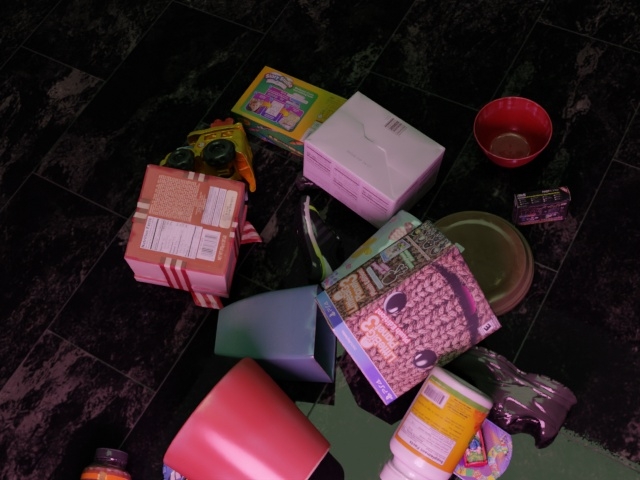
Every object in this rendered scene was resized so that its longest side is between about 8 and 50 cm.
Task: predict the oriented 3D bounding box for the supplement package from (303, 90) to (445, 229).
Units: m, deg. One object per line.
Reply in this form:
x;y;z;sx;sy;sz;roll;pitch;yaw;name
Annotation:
0.122;-0.185;1.867;0.261;0.145;0.204;37;64;17;supplement package

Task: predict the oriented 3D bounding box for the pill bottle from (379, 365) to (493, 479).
0.222;0.385;1.558;0.136;0.136;0.246;31;90;22;pill bottle

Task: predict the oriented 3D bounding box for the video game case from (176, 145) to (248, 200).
-0.278;-0.171;2.022;0.173;0.022;0.191;-10;61;3;video game case

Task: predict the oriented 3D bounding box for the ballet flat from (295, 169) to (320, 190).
0.024;-0.150;1.958;0.173;0.049;0.058;1;53;2;ballet flat

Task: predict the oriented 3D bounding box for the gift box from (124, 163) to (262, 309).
-0.279;0.001;1.790;0.276;0.258;0.255;16;75;-2;gift box

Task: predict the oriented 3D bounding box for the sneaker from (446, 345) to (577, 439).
0.370;0.307;1.623;0.286;0.109;0.130;23;78;24;sneaker

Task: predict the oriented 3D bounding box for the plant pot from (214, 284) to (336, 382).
-0.099;0.209;1.719;0.234;0.166;0.166;-5;61;16;plant pot

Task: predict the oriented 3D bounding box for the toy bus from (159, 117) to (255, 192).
-0.274;-0.213;1.960;0.220;0.149;0.212;-9;49;7;toy bus

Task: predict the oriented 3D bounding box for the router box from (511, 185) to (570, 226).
0.502;-0.077;1.808;0.122;0.092;0.038;-8;61;4;router box

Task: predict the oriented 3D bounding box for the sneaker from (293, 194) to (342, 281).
0.000;0.000;1.870;0.097;0.084;0.235;-1;60;-19;sneaker

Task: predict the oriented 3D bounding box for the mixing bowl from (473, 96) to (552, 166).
0.457;-0.243;1.900;0.181;0.098;0.182;-3;62;6;mixing bowl

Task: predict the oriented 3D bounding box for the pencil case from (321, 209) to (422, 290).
0.132;0.056;1.764;0.273;0.124;0.113;-41;23;-3;pencil case

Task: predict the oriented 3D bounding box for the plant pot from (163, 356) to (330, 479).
-0.130;0.406;1.563;0.243;0.275;0.275;36;72;9;plant pot

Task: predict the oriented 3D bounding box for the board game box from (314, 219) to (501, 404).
0.178;0.146;1.619;0.291;0.232;0.141;-35;27;0;board game box

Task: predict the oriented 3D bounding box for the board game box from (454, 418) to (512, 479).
0.304;0.413;1.612;0.168;0.033;0.133;33;71;23;board game box

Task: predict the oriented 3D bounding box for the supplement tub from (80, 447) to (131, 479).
-0.449;0.533;1.626;0.106;0.106;0.198;2;63;10;supplement tub

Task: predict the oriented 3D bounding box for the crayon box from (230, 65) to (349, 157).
-0.070;-0.323;2.036;0.278;0.081;0.165;26;69;21;crayon box

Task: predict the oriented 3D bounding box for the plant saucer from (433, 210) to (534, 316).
0.345;0.048;1.797;0.277;0.041;0.278;-4;62;8;plant saucer

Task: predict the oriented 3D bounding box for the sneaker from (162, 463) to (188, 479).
-0.305;0.494;1.656;0.059;0.053;0.144;17;57;16;sneaker
